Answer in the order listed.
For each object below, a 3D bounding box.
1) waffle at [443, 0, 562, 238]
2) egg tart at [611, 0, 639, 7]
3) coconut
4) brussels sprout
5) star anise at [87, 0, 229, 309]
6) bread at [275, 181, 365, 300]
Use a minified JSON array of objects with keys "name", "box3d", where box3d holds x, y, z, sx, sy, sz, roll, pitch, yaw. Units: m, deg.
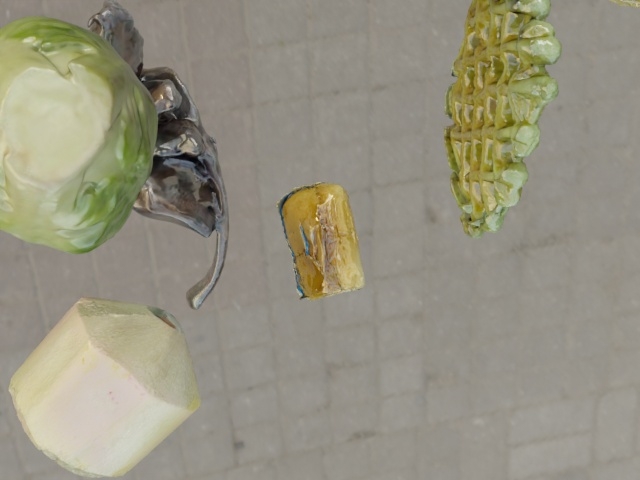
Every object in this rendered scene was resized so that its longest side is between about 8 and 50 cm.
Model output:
[{"name":"waffle","box3d":[0.122,-0.099,0.783,0.036,0.169,0.183,3,144,-9]},{"name":"egg tart","box3d":[0.505,-0.486,1.683,0.290,0.290,0.115,-29,167,4]},{"name":"coconut","box3d":[-0.186,0.123,1.019,0.152,0.147,0.147,-46,123,4]},{"name":"brussels sprout","box3d":[-0.188,-0.078,0.798,0.144,0.180,0.161,12,74,-8]},{"name":"star anise","box3d":[-0.225,-0.105,1.195,0.316,0.139,0.359,24,133,5]},{"name":"bread","box3d":[0.000,0.000,1.042,0.072,0.053,0.106,-14,87,32]}]
